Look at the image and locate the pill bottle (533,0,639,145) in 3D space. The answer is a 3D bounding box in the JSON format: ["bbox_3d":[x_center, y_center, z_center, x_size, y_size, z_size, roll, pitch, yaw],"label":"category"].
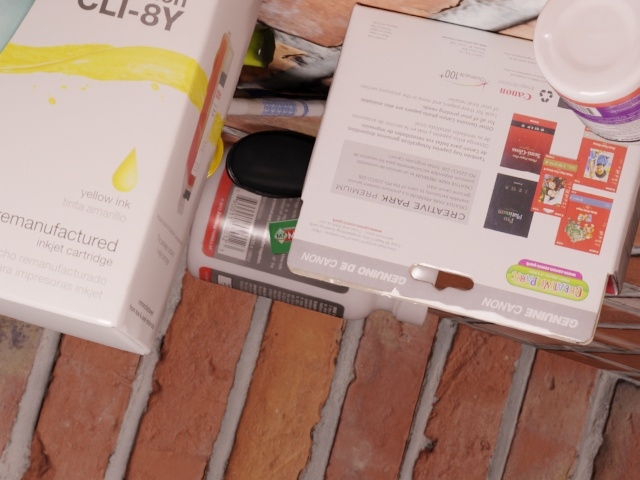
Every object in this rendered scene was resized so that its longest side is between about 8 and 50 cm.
[{"bbox_3d":[0.254,-0.142,1.541,0.108,0.108,0.193,12,172,24],"label":"pill bottle"}]

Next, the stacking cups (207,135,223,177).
[{"bbox_3d":[-0.232,-0.170,2.488,0.096,0.096,0.316,13,168,23],"label":"stacking cups"}]

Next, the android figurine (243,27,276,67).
[{"bbox_3d":[-0.193,-0.230,1.968,0.273,0.056,0.248,7,169,19],"label":"android figurine"}]

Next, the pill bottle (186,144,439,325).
[{"bbox_3d":[0.000,0.000,2.730,0.363,0.210,0.210,16,173,3],"label":"pill bottle"}]

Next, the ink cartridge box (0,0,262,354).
[{"bbox_3d":[-0.239,-0.125,1.649,0.279,0.384,0.160,15,169,10],"label":"ink cartridge box"}]

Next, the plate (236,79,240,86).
[{"bbox_3d":[-0.193,-0.213,2.280,0.188,0.024,0.188,15,172,2],"label":"plate"}]

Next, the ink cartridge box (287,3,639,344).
[{"bbox_3d":[0.152,-0.055,1.771,0.309,0.272,0.130,14,172,14],"label":"ink cartridge box"}]

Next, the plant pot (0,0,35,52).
[{"bbox_3d":[-0.308,-0.247,1.453,0.165,0.234,0.166,9,170,44],"label":"plant pot"}]

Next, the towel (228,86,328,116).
[{"bbox_3d":[-0.094,-0.162,2.138,0.285,0.034,0.209,-3,-173,-45],"label":"towel"}]

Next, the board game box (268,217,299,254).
[{"bbox_3d":[0.122,-0.026,2.371,0.317,0.046,0.213,-6,-178,28],"label":"board game box"}]

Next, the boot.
[{"bbox_3d":[0.005,-0.098,2.427,0.246,0.094,0.207,10,177,-7],"label":"boot"}]
